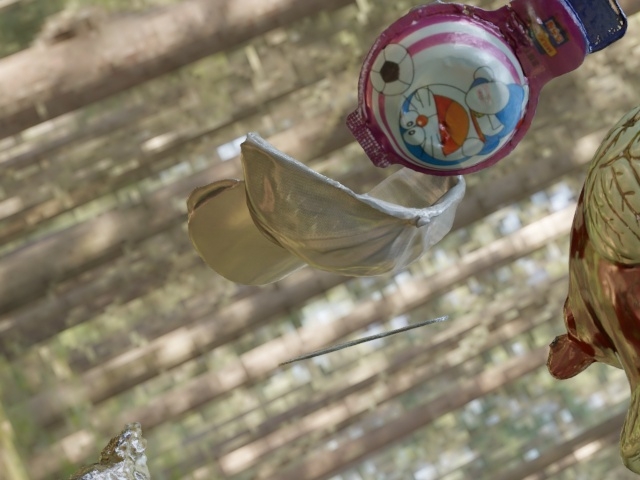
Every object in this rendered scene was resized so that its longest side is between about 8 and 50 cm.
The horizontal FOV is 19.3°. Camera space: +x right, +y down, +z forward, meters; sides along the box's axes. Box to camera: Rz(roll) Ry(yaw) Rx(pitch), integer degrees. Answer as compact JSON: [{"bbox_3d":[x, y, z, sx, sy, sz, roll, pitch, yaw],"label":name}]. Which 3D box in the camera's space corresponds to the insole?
[{"bbox_3d":[0.046,0.108,2.021,0.065,0.193,0.006,-8,81,-76],"label":"insole"}]

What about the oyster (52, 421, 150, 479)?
[{"bbox_3d":[-0.198,0.218,1.292,0.223,0.214,0.083,-133,-151,-60],"label":"oyster"}]

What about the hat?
[{"bbox_3d":[0.000,0.000,1.611,0.226,0.219,0.164,-57,-134,36],"label":"hat"}]

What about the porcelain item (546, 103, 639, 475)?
[{"bbox_3d":[0.232,0.031,1.123,0.253,0.253,0.253,51,-24,34],"label":"porcelain item"}]

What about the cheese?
[{"bbox_3d":[0.136,-0.140,1.555,0.155,0.244,0.062,56,12,-21],"label":"cheese"}]
